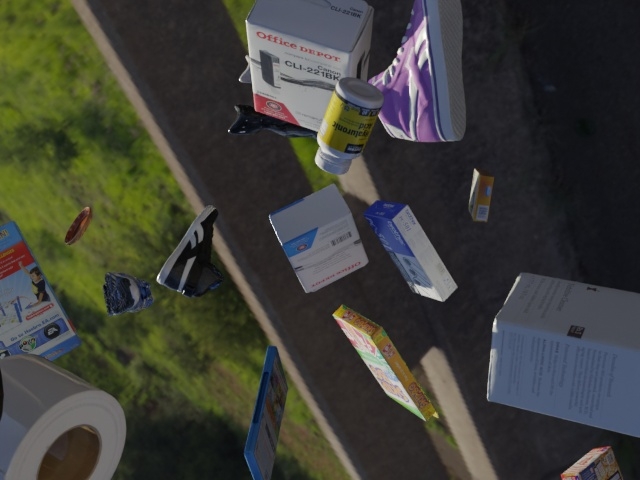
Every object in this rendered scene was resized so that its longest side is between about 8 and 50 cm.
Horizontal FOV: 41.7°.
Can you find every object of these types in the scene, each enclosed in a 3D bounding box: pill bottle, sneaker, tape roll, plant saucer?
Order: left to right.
[{"bbox_3d":[-0.462,0.326,1.364,0.169,0.246,0.246,20,148,29],"label":"tape roll"},{"bbox_3d":[-0.465,-0.026,1.622,0.013,0.083,0.083,36,164,-28],"label":"plant saucer"},{"bbox_3d":[-0.344,0.091,1.517,0.211,0.081,0.080,166,93,-70],"label":"sneaker"},{"bbox_3d":[-0.246,0.035,1.798,0.121,0.217,0.079,32,148,-4],"label":"sneaker"},{"bbox_3d":[0.033,-0.145,1.085,0.065,0.065,0.116,37,126,20],"label":"pill bottle"},{"bbox_3d":[0.143,-0.298,1.353,0.161,0.102,0.282,5,105,31],"label":"sneaker"}]

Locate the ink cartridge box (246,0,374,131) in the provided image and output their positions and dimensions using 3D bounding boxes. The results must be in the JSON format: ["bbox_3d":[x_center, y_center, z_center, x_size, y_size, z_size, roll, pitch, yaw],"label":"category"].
[{"bbox_3d":[-0.019,-0.327,1.534,0.197,0.114,0.273,19,155,9],"label":"ink cartridge box"}]

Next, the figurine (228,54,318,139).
[{"bbox_3d":[-0.087,-0.321,1.832,0.209,0.215,0.092,2,157,16],"label":"figurine"}]

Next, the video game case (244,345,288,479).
[{"bbox_3d":[-0.073,0.248,1.168,0.015,0.166,0.119,2,140,11],"label":"video game case"}]

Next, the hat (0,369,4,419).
[{"bbox_3d":[-0.474,0.173,1.024,0.331,0.331,0.134,33,-161,28],"label":"hat"}]

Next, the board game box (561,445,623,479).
[{"bbox_3d":[0.550,0.519,1.631,0.045,0.146,0.193,-24,83,43],"label":"board game box"}]

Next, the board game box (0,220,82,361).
[{"bbox_3d":[-0.721,0.163,1.797,0.302,0.308,0.086,57,165,15],"label":"board game box"}]

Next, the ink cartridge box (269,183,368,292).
[{"bbox_3d":[0.000,0.000,1.685,0.086,0.148,0.203,62,177,32],"label":"ink cartridge box"}]

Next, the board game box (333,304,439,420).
[{"bbox_3d":[0.123,0.231,1.536,0.124,0.039,0.259,26,156,55],"label":"board game box"}]

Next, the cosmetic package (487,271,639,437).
[{"bbox_3d":[0.479,0.187,1.327,0.385,0.217,0.156,8,114,22],"label":"cosmetic package"}]

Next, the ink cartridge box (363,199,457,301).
[{"bbox_3d":[0.170,0.019,1.581,0.097,0.046,0.207,15,144,58],"label":"ink cartridge box"}]

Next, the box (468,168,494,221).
[{"bbox_3d":[0.288,-0.084,1.511,0.028,0.081,0.136,8,-168,6],"label":"box"}]
